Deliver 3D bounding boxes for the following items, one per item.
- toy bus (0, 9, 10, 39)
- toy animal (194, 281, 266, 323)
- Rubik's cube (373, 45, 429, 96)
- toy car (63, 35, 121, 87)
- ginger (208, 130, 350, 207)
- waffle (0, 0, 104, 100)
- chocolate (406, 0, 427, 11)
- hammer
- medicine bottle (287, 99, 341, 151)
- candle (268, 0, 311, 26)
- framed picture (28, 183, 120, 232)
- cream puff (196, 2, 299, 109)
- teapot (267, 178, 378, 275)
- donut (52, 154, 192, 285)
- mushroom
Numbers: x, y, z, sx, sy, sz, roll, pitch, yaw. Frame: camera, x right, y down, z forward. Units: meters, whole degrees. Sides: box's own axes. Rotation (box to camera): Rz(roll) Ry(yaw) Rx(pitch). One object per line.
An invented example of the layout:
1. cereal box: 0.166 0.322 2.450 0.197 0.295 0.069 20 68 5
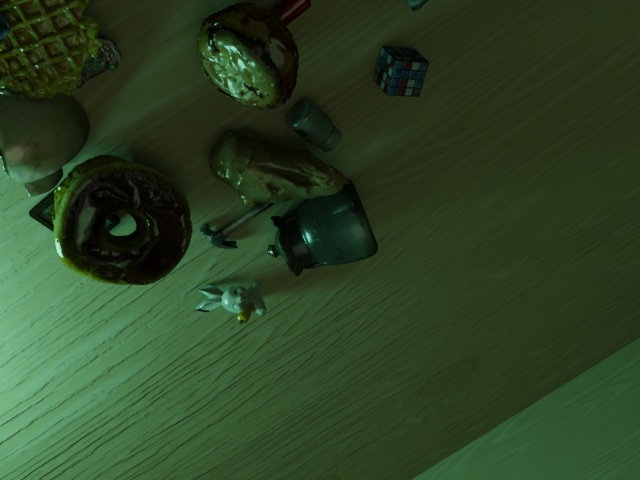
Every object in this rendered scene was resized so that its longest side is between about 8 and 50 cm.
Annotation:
1. toy bus: -0.693 -0.446 1.093 0.152 0.190 0.312 -27 116 5
2. toy animal: -0.250 0.182 1.865 0.181 0.131 0.127 6 161 -43
3. Rubik's cube: 0.196 -0.412 1.596 0.092 0.092 0.092 -2 127 -21
4. toy car: -0.482 -0.376 1.370 0.142 0.055 0.069 -23 122 9
5. ginger: -0.100 -0.169 1.617 0.354 0.126 0.190 3 98 -9
6. waffle: -0.573 -0.405 1.278 0.280 0.060 0.262 21 110 -20
7. chocolate: 0.255 -0.645 1.335 0.303 0.303 0.213 -37 105 8
8. hammer: -0.177 -0.076 1.750 0.287 0.033 0.111 -35 131 7
9. medicine bottle: -0.013 -0.281 1.622 0.080 0.080 0.130 -43 130 13
10. candle: -0.063 -0.512 1.437 0.130 0.052 0.052 -38 131 9
11. framed picture: -0.596 -0.057 1.597 0.128 0.023 0.168 -38 131 9
12. cream puff: -0.145 -0.397 1.399 0.164 0.240 0.240 -51 136 -20
13. teapot: -0.009 -0.022 1.791 0.285 0.305 0.223 -21 93 4
14. donut: -0.477 -0.043 1.555 0.330 0.160 0.330 -13 114 -31
15. mushroom: -0.581 -0.201 1.396 0.173 0.162 0.236 -11 132 -12
